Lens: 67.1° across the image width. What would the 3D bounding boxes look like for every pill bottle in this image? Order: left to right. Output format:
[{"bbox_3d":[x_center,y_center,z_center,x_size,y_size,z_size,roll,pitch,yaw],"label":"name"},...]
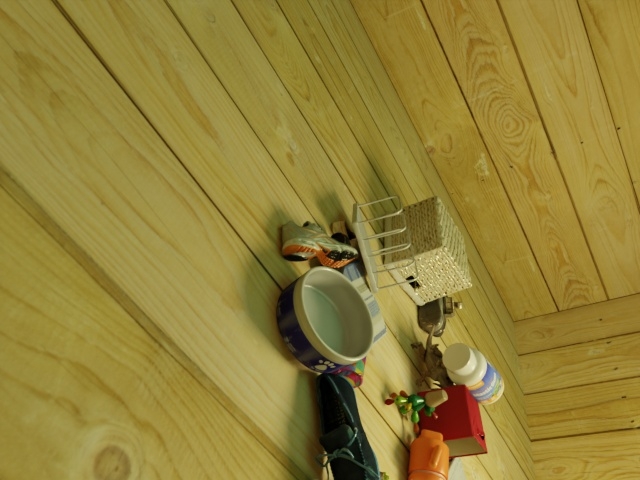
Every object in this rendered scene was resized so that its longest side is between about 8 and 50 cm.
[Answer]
[{"bbox_3d":[0.572,0.499,1.825,0.272,0.152,0.152,44,36,-35],"label":"pill bottle"}]

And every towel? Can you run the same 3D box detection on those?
[{"bbox_3d":[0.132,0.215,1.625,0.209,0.034,0.285,-18,86,-61],"label":"towel"}]

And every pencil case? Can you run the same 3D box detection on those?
[{"bbox_3d":[0.089,0.317,1.407,0.104,0.104,0.236,54,29,-27],"label":"pencil case"}]

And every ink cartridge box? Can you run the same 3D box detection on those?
[{"bbox_3d":[0.502,0.940,1.790,0.223,0.045,0.224,-4,76,-61],"label":"ink cartridge box"}]

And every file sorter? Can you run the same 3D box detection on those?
[{"bbox_3d":[0.230,0.007,1.702,0.193,0.173,0.278,-76,150,-66],"label":"file sorter"}]

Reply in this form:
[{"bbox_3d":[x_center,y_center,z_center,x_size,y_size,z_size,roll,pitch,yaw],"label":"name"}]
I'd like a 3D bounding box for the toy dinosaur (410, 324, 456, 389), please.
[{"bbox_3d":[0.466,0.503,1.943,0.200,0.127,0.296,37,37,-46],"label":"toy dinosaur"}]

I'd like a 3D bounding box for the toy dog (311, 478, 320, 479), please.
[{"bbox_3d":[0.023,0.660,0.980,0.333,0.161,0.220,-32,100,-62],"label":"toy dog"}]

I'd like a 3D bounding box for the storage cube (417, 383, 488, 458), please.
[{"bbox_3d":[0.480,0.663,1.760,0.184,0.215,0.193,51,29,-40],"label":"storage cube"}]

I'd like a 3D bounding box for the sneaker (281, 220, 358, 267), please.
[{"bbox_3d":[0.000,0.000,1.409,0.262,0.099,0.121,13,50,-38],"label":"sneaker"}]

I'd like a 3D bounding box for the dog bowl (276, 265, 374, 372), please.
[{"bbox_3d":[0.016,0.207,1.271,0.265,0.104,0.265,31,40,-30],"label":"dog bowl"}]

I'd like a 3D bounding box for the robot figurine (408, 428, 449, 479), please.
[{"bbox_3d":[0.349,0.729,1.560,0.128,0.158,0.219,39,41,-20],"label":"robot figurine"}]

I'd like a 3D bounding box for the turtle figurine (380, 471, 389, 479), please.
[{"bbox_3d":[0.119,0.656,1.238,0.217,0.087,0.270,49,20,-50],"label":"turtle figurine"}]

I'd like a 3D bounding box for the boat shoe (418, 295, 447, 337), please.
[{"bbox_3d":[0.514,0.282,2.200,0.130,0.132,0.355,59,36,-39],"label":"boat shoe"}]

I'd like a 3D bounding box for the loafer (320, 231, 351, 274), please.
[{"bbox_3d":[0.042,0.045,1.520,0.078,0.080,0.220,52,32,-32],"label":"loafer"}]

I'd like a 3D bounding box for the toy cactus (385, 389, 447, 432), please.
[{"bbox_3d":[0.337,0.551,1.609,0.219,0.180,0.112,39,34,-29],"label":"toy cactus"}]

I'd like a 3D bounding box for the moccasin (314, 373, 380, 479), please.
[{"bbox_3d":[0.041,0.487,1.175,0.117,0.137,0.342,39,21,-42],"label":"moccasin"}]

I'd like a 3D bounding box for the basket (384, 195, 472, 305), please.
[{"bbox_3d":[0.460,0.042,2.092,0.328,0.266,0.331,47,33,-35],"label":"basket"}]

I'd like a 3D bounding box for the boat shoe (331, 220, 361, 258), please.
[{"bbox_3d":[0.103,-0.003,1.689,0.170,0.059,0.063,50,33,-32],"label":"boat shoe"}]

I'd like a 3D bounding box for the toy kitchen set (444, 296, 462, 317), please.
[{"bbox_3d":[0.577,0.290,2.098,0.075,0.068,0.083,3,83,-64],"label":"toy kitchen set"}]
